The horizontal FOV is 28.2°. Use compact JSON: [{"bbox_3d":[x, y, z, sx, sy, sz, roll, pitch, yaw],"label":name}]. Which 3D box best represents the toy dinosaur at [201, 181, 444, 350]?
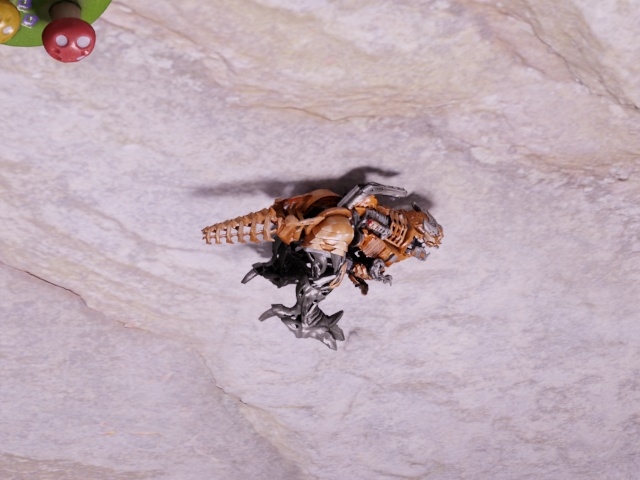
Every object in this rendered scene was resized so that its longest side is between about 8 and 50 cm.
[{"bbox_3d":[0.000,0.000,1.674,0.322,0.164,0.218,18,125,-13],"label":"toy dinosaur"}]

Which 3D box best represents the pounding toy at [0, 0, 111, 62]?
[{"bbox_3d":[-0.284,-0.238,1.195,0.183,0.110,0.237,-14,148,2],"label":"pounding toy"}]
